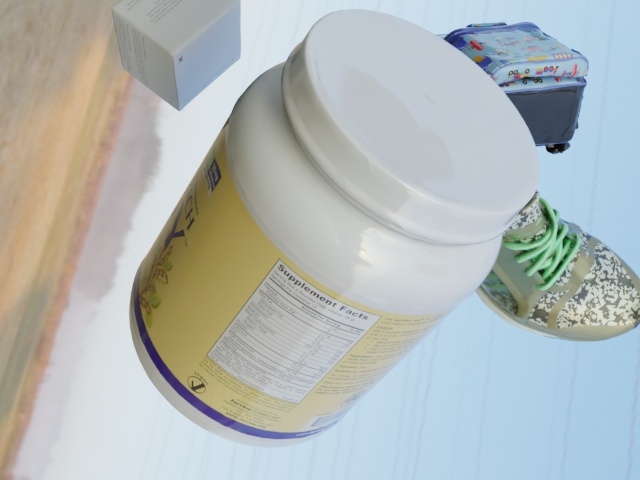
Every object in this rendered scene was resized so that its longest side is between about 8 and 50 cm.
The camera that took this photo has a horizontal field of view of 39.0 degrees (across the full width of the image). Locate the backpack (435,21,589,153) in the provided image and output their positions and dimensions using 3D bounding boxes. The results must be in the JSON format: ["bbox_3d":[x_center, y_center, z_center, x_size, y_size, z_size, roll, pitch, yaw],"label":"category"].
[{"bbox_3d":[0.175,-0.171,0.955,0.173,0.158,0.117,-123,-147,-49],"label":"backpack"}]

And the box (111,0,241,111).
[{"bbox_3d":[-0.145,-0.213,0.931,0.101,0.087,0.102,-46,165,-23],"label":"box"}]

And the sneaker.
[{"bbox_3d":[0.228,-0.004,1.064,0.158,0.410,0.182,-60,-172,-7],"label":"sneaker"}]

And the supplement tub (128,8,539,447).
[{"bbox_3d":[0.000,0.000,0.761,0.331,0.241,0.241,-52,-154,40],"label":"supplement tub"}]
